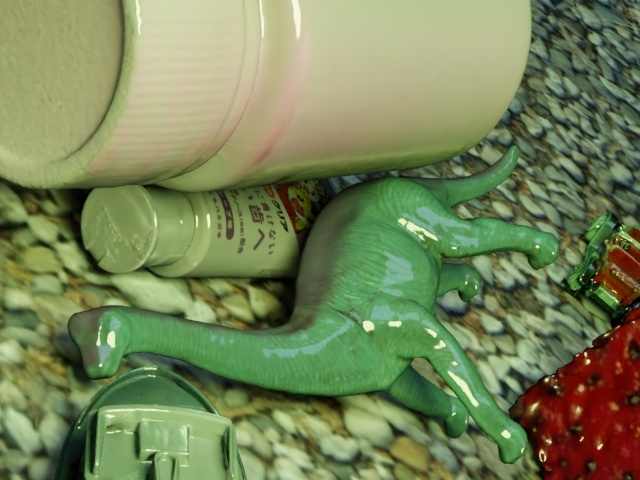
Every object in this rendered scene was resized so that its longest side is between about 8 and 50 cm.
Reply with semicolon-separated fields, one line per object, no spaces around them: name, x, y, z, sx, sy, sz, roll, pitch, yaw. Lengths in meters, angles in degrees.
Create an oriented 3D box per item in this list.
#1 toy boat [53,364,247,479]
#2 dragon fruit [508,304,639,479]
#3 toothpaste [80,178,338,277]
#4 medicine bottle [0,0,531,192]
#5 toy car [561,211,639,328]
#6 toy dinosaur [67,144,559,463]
toy boat;-0.091;0.163;1.026;0.114;0.122;0.296;7;34;-9
dragon fruit;0.358;0.139;1.386;0.228;0.329;0.286;16;35;-47
toothpaste;-0.054;-0.014;1.375;0.299;0.073;0.114;-4;62;-57
medicine bottle;-0.049;-0.142;1.260;0.388;0.219;0.219;-10;56;-49
toy car;0.270;0.023;1.710;0.073;0.054;0.143;40;30;-3
toy dinosaur;0.000;0.000;1.329;0.331;0.129;0.383;27;44;-20
